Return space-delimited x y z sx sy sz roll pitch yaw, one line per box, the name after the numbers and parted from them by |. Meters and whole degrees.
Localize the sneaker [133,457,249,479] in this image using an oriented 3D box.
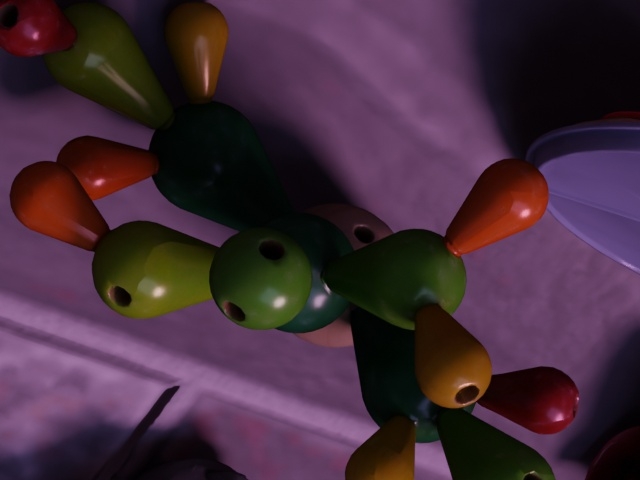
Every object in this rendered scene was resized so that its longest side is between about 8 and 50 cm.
-0.121 0.198 0.692 0.098 0.135 0.276 34 85 -26 | sneaker

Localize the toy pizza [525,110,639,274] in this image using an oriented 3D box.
0.170 -0.004 0.612 0.201 0.201 0.032 30 76 -37 | toy pizza

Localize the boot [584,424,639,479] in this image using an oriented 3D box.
0.199 0.145 0.807 0.176 0.088 0.244 6 141 0 | boot

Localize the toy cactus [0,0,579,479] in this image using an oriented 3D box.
0.000 0.000 0.562 0.112 0.219 0.180 -56 169 4 | toy cactus
